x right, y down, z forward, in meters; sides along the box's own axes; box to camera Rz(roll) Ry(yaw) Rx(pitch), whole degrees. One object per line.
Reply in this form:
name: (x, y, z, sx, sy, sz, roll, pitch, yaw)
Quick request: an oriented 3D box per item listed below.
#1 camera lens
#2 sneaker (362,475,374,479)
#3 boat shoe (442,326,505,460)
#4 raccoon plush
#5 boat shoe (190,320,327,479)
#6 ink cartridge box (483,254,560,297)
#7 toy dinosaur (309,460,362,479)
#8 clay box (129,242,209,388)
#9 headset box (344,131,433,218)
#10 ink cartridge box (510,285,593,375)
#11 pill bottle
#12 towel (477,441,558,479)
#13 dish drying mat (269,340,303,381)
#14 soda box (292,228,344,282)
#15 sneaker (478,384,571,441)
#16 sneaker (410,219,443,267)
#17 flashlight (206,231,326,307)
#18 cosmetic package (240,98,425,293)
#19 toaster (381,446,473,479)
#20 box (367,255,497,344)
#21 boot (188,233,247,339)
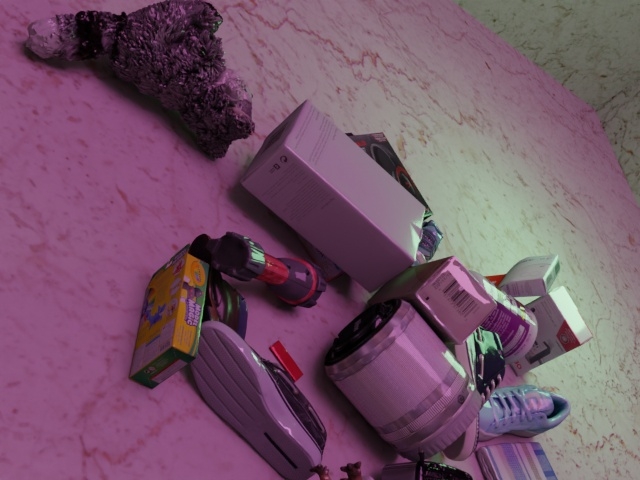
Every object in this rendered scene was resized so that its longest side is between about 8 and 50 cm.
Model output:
camera lens: (0.160, 0.271, 1.602, 0.274, 0.219, 0.219, 49, 34, -5)
sneaker: (0.087, 0.543, 1.406, 0.126, 0.091, 0.240, 45, 39, -35)
boat shoe: (0.344, 0.329, 1.780, 0.158, 0.127, 0.340, 17, 54, -22)
raccoon plush: (-0.341, -0.300, 1.634, 0.446, 0.216, 0.299, -16, 85, -24)
boat shoe: (-0.108, 0.267, 1.403, 0.335, 0.121, 0.119, 57, 25, -14)
ink cartridge box: (0.511, 0.100, 2.162, 0.189, 0.232, 0.066, -36, 119, -56)
toy dinosaur: (0.018, 0.477, 1.296, 0.296, 0.127, 0.200, 5, 56, -27)
clay box: (-0.248, 0.121, 1.338, 0.053, 0.127, 0.222, 32, 39, -28)
headset box: (0.127, -0.147, 2.040, 0.218, 0.110, 0.293, -15, 72, -54)
ink cartridge box: (0.581, 0.242, 2.130, 0.092, 0.218, 0.158, -17, 73, -47)
pill bottle: (0.388, 0.177, 2.005, 0.301, 0.169, 0.169, 33, 39, -28)
towel: (0.482, 0.575, 1.879, 0.285, 0.034, 0.209, 11, 49, -47)
dish drying mat: (-0.066, 0.235, 1.558, 0.083, 0.008, 0.032, 54, 35, 0)
soda box: (0.000, 0.000, 1.804, 0.063, 0.058, 0.183, -22, 78, -55)
sneaker: (0.467, 0.392, 1.919, 0.366, 0.150, 0.135, 9, 52, -44)
sneaker: (0.247, 0.011, 1.961, 0.110, 0.122, 0.283, 46, 4, -2)
flashlight: (-0.091, 0.060, 1.525, 0.304, 0.103, 0.103, 30, 38, -64)
cosmetic package: (0.040, -0.094, 1.750, 0.385, 0.156, 0.217, 43, 35, -15)
toaster: (0.203, 0.503, 1.518, 0.168, 0.110, 0.185, 24, 60, -36)
box: (0.230, 0.137, 1.728, 0.121, 0.311, 0.148, -43, 96, -16)
boot: (-0.194, 0.100, 1.480, 0.106, 0.082, 0.219, 28, 49, -48)
